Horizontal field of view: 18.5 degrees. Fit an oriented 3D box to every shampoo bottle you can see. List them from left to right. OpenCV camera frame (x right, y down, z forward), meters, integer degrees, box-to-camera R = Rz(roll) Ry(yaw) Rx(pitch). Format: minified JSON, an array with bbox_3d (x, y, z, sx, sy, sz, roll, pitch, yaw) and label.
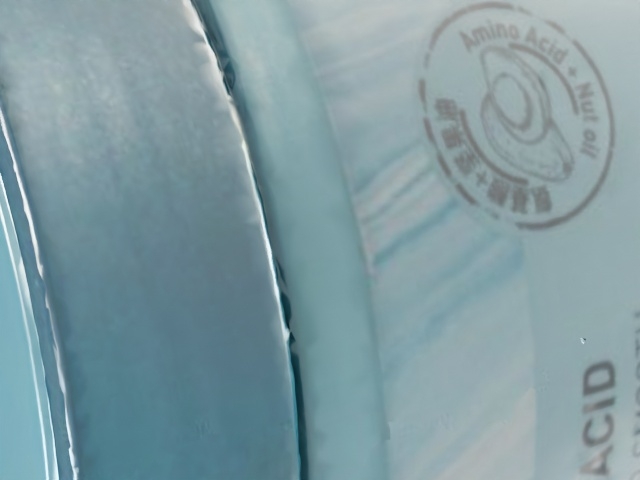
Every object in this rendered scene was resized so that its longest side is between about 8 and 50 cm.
[{"bbox_3d":[0.000,0.000,0.625,0.342,0.331,0.331,-12,-83,-33],"label":"shampoo bottle"}]
